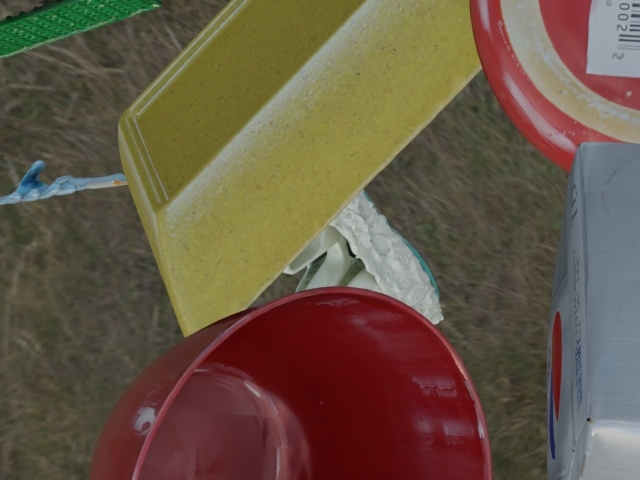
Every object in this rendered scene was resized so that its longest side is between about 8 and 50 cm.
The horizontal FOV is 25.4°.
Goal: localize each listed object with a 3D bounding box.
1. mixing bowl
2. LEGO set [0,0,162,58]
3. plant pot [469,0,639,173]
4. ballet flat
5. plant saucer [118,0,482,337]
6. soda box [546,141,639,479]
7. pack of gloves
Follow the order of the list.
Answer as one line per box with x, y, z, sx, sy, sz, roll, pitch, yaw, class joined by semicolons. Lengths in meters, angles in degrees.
-0.027;0.104;0.584;0.098;0.181;0.181;7;87;51;mixing bowl
-0.222;-0.159;0.527;0.331;0.255;0.192;-17;86;19;LEGO set
0.167;-0.095;0.589;0.191;0.174;0.191;-1;89;23;plant pot
0.000;0.000;1.529;0.147;0.409;0.147;-18;43;18;ballet flat
-0.037;-0.118;1.097;0.333;0.333;0.081;-46;116;6;plant saucer
0.202;0.045;0.351;0.286;0.091;0.098;4;45;5;soda box
-0.314;-0.077;1.698;0.232;0.195;0.046;-2;100;57;pack of gloves
